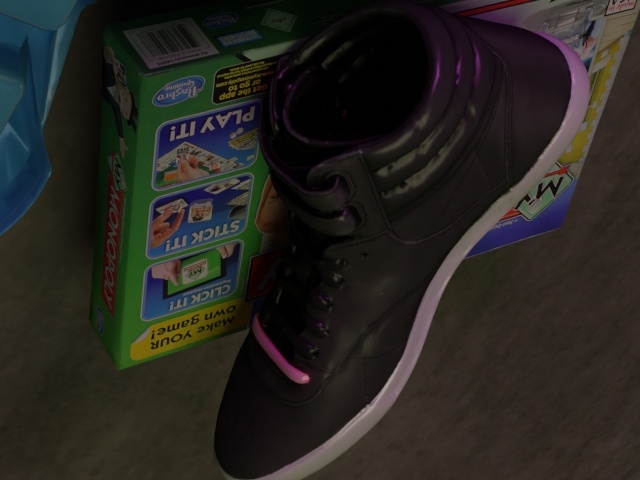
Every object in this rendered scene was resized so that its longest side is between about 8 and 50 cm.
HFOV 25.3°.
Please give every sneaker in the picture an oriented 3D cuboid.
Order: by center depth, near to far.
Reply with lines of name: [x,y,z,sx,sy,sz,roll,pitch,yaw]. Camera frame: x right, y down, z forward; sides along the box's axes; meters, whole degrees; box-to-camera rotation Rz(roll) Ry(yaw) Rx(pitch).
sneaker: [0.000,0.000,0.719,0.147,0.104,0.296,19,111,-48]

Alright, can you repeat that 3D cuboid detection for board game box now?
board game box: [0.027,-0.055,0.803,0.317,0.046,0.214,-17,140,-26]

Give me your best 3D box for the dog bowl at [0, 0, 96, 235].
dog bowl: [-0.182,-0.118,0.680,0.166,0.074,0.297,17,119,-36]
